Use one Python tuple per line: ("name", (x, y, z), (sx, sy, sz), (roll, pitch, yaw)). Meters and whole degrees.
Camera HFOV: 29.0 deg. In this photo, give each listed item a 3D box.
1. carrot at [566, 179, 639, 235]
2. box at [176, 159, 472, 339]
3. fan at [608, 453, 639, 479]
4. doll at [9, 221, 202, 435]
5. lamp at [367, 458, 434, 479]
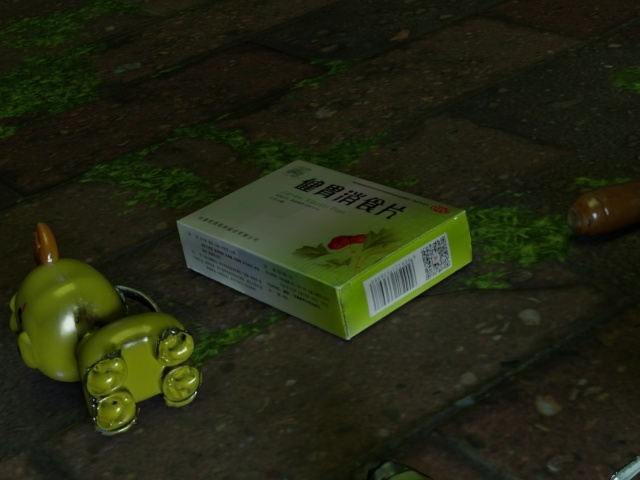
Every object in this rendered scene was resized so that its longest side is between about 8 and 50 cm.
("carrot", (0.344, -0.048, 1.249), (0.216, 0.048, 0.048), (-16, 27, -19))
("box", (0.000, 0.000, 1.258), (0.175, 0.062, 0.260), (-30, 32, -32))
("fan", (0.278, 0.110, 0.874), (0.226, 0.152, 0.008), (-32, 59, -27))
("doll", (-0.210, 0.074, 1.123), (0.135, 0.143, 0.221), (-26, 38, -23))
("lamp", (0.089, 0.222, 0.763), (0.101, 0.101, 0.250), (-17, 31, -11))
